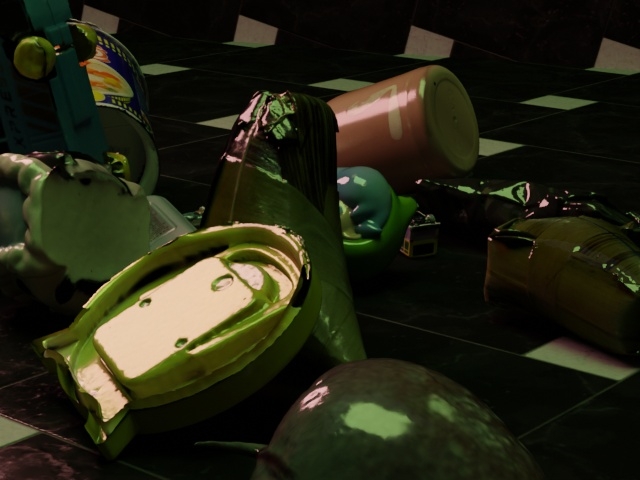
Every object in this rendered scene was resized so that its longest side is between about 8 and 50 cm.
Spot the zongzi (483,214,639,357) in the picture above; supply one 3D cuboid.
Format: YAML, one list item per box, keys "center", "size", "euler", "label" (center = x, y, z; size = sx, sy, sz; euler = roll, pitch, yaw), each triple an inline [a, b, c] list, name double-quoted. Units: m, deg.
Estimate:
- center: [0.367, 0.041, 1.763]
  size: [0.289, 0.123, 0.260]
  euler: [-8, 21, -40]
  label: "zongzi"

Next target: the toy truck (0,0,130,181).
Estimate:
- center: [-0.375, -0.158, 1.996]
  size: [0.162, 0.385, 0.161]
  euler: [-11, 13, 18]
  label: "toy truck"

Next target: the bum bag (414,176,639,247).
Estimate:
- center: [0.281, -0.035, 2.061]
  size: [0.340, 0.095, 0.144]
  euler: [11, -9, 30]
  label: "bum bag"

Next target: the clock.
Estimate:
- center: [-0.131, 0.095, 1.501]
  size: [0.293, 0.071, 0.277]
  euler: [-31, 32, -6]
  label: "clock"

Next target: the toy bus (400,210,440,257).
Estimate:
- center: [0.119, -0.016, 2.065]
  size: [0.052, 0.058, 0.102]
  euler: [-7, 22, -26]
  label: "toy bus"

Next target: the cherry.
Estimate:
- center: [0.052, 0.186, 1.116]
  size: [0.266, 0.183, 0.213]
  euler: [25, 33, 11]
  label: "cherry"

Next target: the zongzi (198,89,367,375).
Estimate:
- center: [-0.002, -0.005, 1.635]
  size: [0.317, 0.289, 0.154]
  euler: [21, 5, 42]
  label: "zongzi"

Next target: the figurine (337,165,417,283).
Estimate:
- center: [0.000, 0.000, 1.890]
  size: [0.263, 0.143, 0.162]
  euler: [-34, 25, -34]
  label: "figurine"

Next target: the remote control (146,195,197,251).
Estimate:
- center: [-0.202, 0.003, 1.932]
  size: [0.087, 0.047, 0.244]
  euler: [-34, 32, -11]
  label: "remote control"

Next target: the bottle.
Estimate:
- center: [0.065, -0.137, 2.212]
  size: [0.297, 0.173, 0.206]
  euler: [-13, 20, 31]
  label: "bottle"

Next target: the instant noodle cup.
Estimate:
- center: [-0.367, -0.162, 2.251]
  size: [0.284, 0.284, 0.312]
  euler: [-5, 24, -17]
  label: "instant noodle cup"

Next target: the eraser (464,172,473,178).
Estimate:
- center: [0.078, -0.142, 2.436]
  size: [0.332, 0.101, 0.155]
  euler: [-1, 15, -7]
  label: "eraser"

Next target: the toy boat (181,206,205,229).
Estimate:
- center: [-0.144, -0.046, 2.160]
  size: [0.140, 0.066, 0.059]
  euler: [-9, 14, -32]
  label: "toy boat"

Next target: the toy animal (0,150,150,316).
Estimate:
- center: [-0.318, -0.009, 1.797]
  size: [0.156, 0.204, 0.208]
  euler: [-7, -9, 33]
  label: "toy animal"
